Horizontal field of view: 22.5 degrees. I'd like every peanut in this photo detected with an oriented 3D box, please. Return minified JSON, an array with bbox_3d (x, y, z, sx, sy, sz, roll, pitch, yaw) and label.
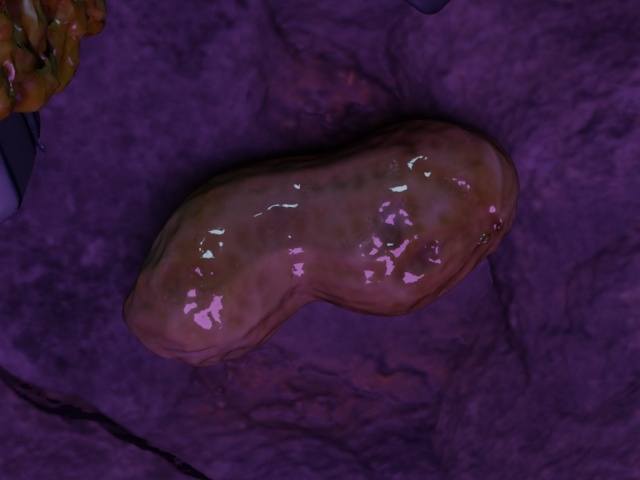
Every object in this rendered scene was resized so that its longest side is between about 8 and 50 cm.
[{"bbox_3d":[0.000,0.000,0.883,0.229,0.103,0.098,-17,107,-1],"label":"peanut"}]

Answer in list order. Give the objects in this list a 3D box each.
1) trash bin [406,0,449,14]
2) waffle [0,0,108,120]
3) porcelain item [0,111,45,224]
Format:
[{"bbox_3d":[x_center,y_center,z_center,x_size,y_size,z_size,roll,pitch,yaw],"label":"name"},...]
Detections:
[{"bbox_3d":[0.071,-0.247,0.767,0.176,0.101,0.236,35,111,-24],"label":"trash bin"},{"bbox_3d":[-0.158,-0.182,0.686,0.052,0.254,0.245,-15,125,17],"label":"waffle"},{"bbox_3d":[-0.295,-0.082,0.769,0.285,0.157,0.281,-17,117,3],"label":"porcelain item"}]
